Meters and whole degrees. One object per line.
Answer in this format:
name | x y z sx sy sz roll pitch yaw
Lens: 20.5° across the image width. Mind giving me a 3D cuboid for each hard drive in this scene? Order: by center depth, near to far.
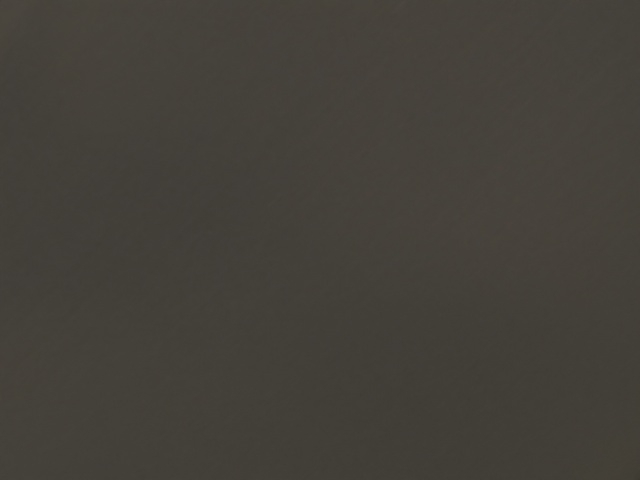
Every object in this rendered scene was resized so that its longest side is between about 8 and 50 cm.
hard drive | 0.000 0.000 0.398 0.233 0.353 0.047 34 -159 -33
